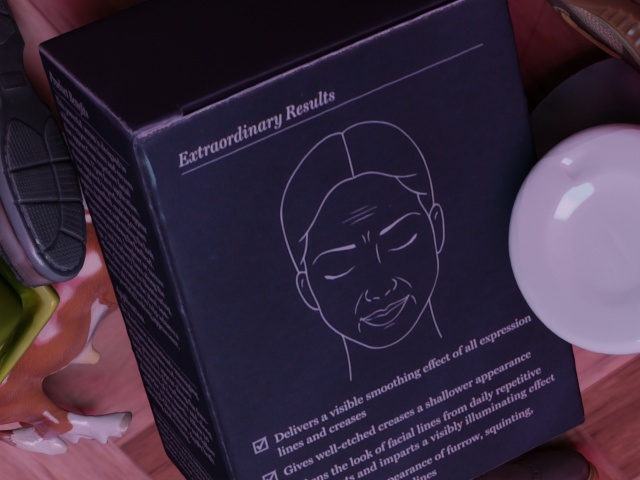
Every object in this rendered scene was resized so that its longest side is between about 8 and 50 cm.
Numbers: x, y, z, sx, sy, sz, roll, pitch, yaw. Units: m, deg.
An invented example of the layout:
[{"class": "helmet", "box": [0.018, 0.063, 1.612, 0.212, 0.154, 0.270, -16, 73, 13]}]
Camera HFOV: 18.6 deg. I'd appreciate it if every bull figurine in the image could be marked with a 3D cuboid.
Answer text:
[{"class": "bull figurine", "box": [-0.201, 0.046, 1.603, 0.188, 0.101, 0.310, 32, 112, -18]}]

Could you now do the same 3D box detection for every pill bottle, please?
[{"class": "pill bottle", "box": [0.267, -0.003, 1.449, 0.161, 0.283, 0.161, 0, 91, 30]}]

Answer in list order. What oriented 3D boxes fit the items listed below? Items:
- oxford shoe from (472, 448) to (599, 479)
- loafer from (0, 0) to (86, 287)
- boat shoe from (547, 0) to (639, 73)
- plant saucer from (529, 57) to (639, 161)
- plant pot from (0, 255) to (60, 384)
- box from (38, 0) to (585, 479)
[{"class": "oxford shoe", "box": [0.111, 0.219, 1.734, 0.271, 0.097, 0.098, -13, 114, 3]}, {"class": "loafer", "box": [-0.256, -0.084, 1.486, 0.084, 0.096, 0.268, -24, 81, 28]}, {"class": "boat shoe", "box": [0.233, -0.190, 1.430, 0.342, 0.123, 0.123, 27, 103, -25]}, {"class": "plant saucer", "box": [0.228, -0.053, 1.569, 0.195, 0.037, 0.195, -20, 130, -26]}, {"class": "plant pot", "box": [-0.349, 0.063, 1.477, 0.228, 0.207, 0.227, 43, 117, 8]}, {"class": "box", "box": [0.000, 0.000, 1.481, 0.293, 0.212, 0.396, -24, 122, -17]}]
